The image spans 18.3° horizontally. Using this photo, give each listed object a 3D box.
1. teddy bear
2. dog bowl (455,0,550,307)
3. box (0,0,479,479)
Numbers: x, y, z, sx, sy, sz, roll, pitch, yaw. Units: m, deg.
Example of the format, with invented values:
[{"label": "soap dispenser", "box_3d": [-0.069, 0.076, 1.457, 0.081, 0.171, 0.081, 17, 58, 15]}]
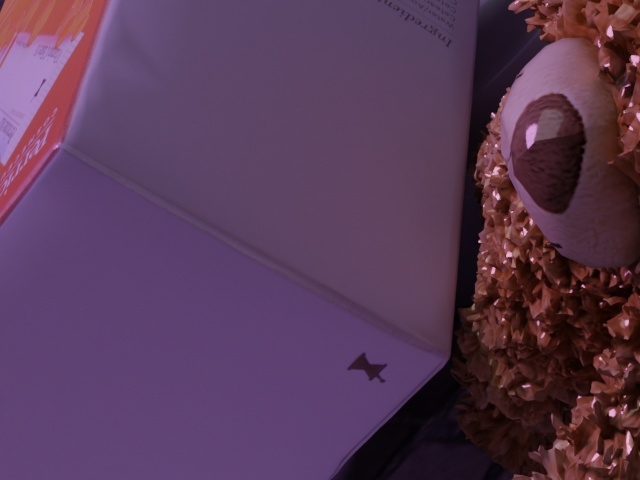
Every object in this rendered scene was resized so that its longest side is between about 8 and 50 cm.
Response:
[{"label": "teddy bear", "box_3d": [0.095, -0.010, 0.706, 0.338, 0.113, 0.245, -134, 58, -83]}, {"label": "dog bowl", "box_3d": [0.100, -0.112, 1.072, 0.349, 0.102, 0.349, -40, 25, 24]}, {"label": "box", "box_3d": [-0.058, -0.045, 0.877, 0.215, 0.168, 0.345, -47, 22, 36]}]
